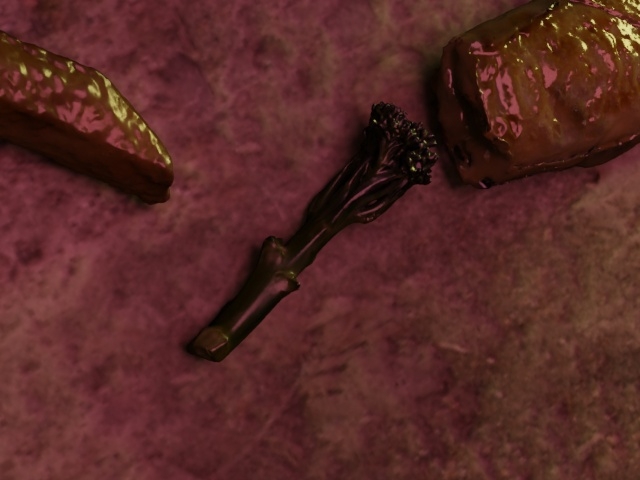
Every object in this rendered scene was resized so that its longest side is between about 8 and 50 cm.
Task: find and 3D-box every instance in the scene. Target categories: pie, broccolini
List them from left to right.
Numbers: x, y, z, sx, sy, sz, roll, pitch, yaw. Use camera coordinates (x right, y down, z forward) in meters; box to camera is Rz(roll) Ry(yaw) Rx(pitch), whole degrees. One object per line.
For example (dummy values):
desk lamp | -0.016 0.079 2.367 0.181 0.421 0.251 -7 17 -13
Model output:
broccolini | 0.001 0.002 1.192 0.058 0.067 0.216 30 60 17
pie | 0.198 -0.122 1.334 0.282 0.068 0.128 -22 95 -37

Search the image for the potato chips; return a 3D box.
potato chips | -0.257 -0.093 1.042 0.407 0.057 0.080 10 73 -31
